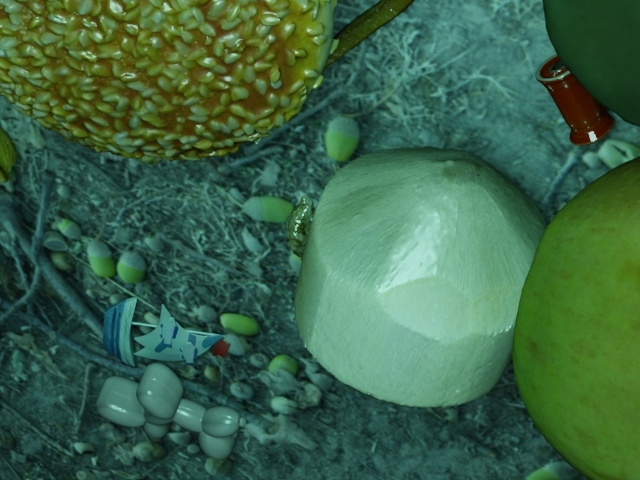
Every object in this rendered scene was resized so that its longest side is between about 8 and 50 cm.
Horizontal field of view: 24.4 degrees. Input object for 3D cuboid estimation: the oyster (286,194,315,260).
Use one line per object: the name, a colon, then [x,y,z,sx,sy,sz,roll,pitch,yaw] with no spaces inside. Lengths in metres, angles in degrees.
oyster: [0.000,0.000,1.555,0.083,0.038,0.081,26,129,-3]

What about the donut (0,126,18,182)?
donut: [-0.410,-0.085,1.584,0.146,0.078,0.181,35,136,-12]

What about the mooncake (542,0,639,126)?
mooncake: [0.345,-0.246,1.144,0.356,0.194,0.356,5,138,4]

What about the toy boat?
toy boat: [-0.187,0.116,1.719,0.149,0.034,0.105,22,129,-18]

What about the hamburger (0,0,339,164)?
hamburger: [-0.144,-0.230,1.236,0.330,0.250,0.330,0,138,0]

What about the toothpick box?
toothpick box: [0.237,-0.131,1.373,0.047,0.047,0.083,-17,123,27]

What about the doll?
doll: [-0.167,0.207,1.752,0.160,0.059,0.161,36,146,-28]

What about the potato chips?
potato chips: [0.053,-0.209,1.374,0.026,0.037,0.204,47,131,-10]

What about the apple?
apple: [0.336,0.072,1.290,0.305,0.338,0.338,9,132,31]

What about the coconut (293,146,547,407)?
coconut: [0.098,0.022,1.416,0.237,0.237,0.266,21,131,-1]
